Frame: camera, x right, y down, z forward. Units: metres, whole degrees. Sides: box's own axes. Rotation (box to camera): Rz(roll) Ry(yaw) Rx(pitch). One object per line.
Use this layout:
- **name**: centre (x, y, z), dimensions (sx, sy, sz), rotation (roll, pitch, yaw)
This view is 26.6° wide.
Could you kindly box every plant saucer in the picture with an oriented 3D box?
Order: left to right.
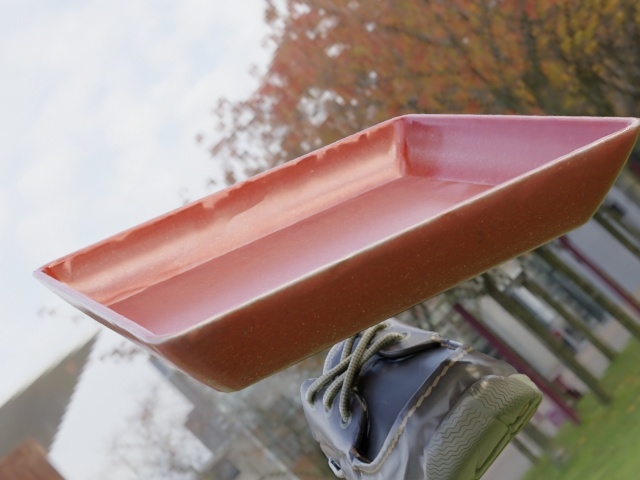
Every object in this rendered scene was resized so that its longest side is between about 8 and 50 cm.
- **plant saucer**: centre (0.000, 0.000, 0.711), dimensions (0.259, 0.047, 0.259), rotation (-24, 14, -20)

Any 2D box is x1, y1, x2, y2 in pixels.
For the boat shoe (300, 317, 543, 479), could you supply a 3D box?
- **boat shoe**: centre (0.046, 0.122, 0.908), dimensions (0.132, 0.130, 0.355), rotation (-48, -7, -13)
